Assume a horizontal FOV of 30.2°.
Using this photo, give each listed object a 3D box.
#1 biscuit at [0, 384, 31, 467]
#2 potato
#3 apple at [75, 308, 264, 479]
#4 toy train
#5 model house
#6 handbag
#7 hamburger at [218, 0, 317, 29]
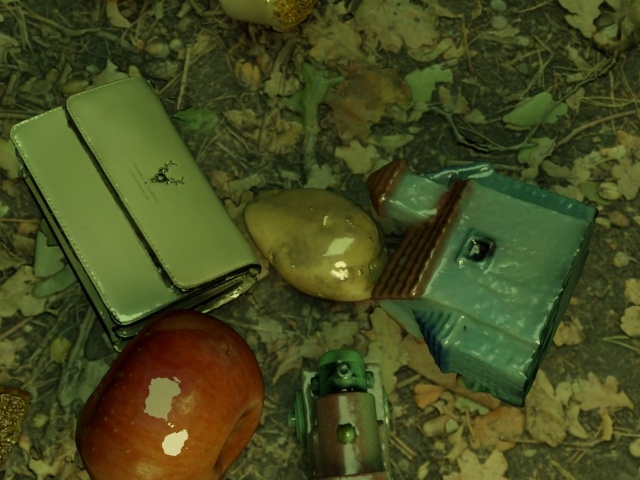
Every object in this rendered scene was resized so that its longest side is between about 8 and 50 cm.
[{"bbox_3d":[-0.497,0.290,1.666,0.126,0.025,0.206,20,69,5],"label":"biscuit"},{"bbox_3d":[0.003,-0.003,1.751,0.161,0.128,0.235,-36,70,-20],"label":"potato"},{"bbox_3d":[-0.196,0.228,1.586,0.206,0.251,0.272,33,47,7],"label":"apple"},{"bbox_3d":[0.037,0.285,1.591,0.150,0.221,0.304,-6,69,-3],"label":"toy train"},{"bbox_3d":[0.194,0.039,1.695,0.329,0.251,0.294,24,71,12],"label":"model house"},{"bbox_3d":[-0.271,-0.046,1.739,0.237,0.160,0.358,-26,72,-20],"label":"handbag"},{"bbox_3d":[-0.072,-0.472,1.846,0.179,0.294,0.276,1,55,14],"label":"hamburger"}]
